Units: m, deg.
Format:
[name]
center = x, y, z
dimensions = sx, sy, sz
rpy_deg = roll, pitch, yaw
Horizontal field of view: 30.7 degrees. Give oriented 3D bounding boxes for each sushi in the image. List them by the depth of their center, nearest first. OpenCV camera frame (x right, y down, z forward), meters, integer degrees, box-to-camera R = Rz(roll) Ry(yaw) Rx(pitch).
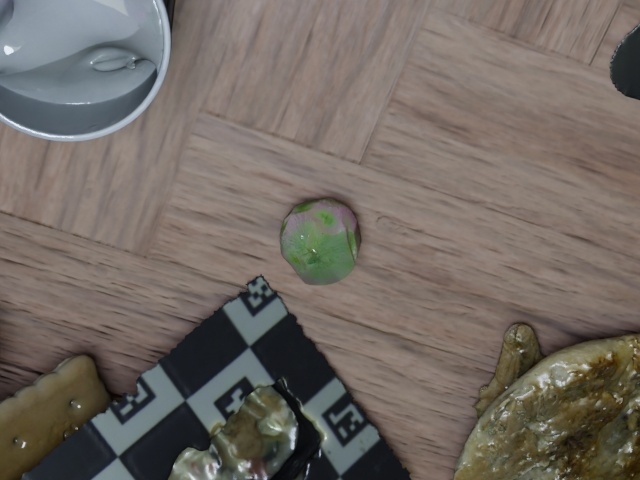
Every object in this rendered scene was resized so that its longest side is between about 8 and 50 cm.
[sushi]
center = -0.130, 0.258, 1.191
dimensions = 0.373, 0.100, 0.296
rpy_deg = -42, 106, -22

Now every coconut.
[coconut]
center = 0.000, 0.000, 1.126
dimensions = 0.082, 0.081, 0.083
rpy_deg = 42, 116, -6

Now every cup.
[cup]
center = -0.207, -0.216, 0.946
dimensions = 0.166, 0.202, 0.221
rpy_deg = -16, 115, 5

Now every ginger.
[ginger]
center = 0.200, 0.149, 1.225
dimensions = 0.057, 0.044, 0.137
rpy_deg = 20, 112, 8

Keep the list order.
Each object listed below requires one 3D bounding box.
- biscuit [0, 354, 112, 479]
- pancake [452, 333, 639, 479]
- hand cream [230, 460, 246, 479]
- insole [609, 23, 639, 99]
[biscuit]
center = -0.262, 0.290, 1.188
dimensions = 0.217, 0.044, 0.325
rpy_deg = -34, 125, -24
[pancake]
center = 0.298, 0.244, 1.247
dimensions = 0.356, 0.065, 0.356
rpy_deg = -7, 123, -11
[hand cream]
center = -0.145, 0.263, 1.273
dimensions = 0.165, 0.037, 0.057
rpy_deg = -17, 115, 12
[insole]
center = 0.426, -0.205, 1.085
dimensions = 0.322, 0.007, 0.109
rpy_deg = -20, 116, 7
